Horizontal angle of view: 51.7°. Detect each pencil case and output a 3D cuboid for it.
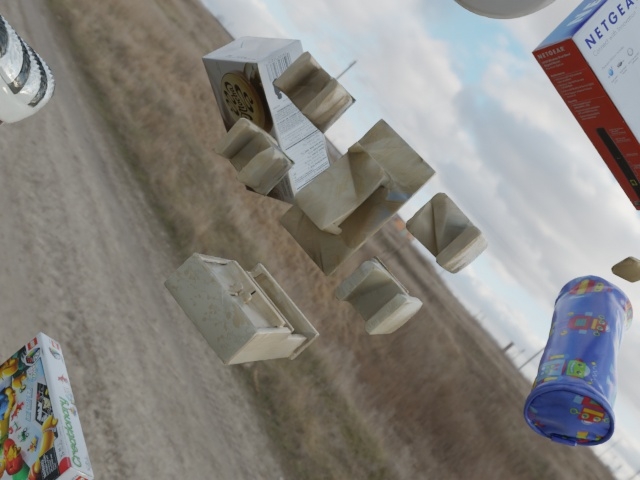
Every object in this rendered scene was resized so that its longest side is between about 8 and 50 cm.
[{"bbox_3d":[0.395,0.177,0.998,0.306,0.119,0.133,-46,137,-50],"label":"pencil case"}]

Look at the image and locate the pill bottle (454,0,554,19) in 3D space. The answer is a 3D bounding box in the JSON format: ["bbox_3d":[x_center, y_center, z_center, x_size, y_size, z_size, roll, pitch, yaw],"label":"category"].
[{"bbox_3d":[0.264,-0.459,0.900,0.188,0.188,0.334,46,41,-25],"label":"pill bottle"}]

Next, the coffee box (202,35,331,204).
[{"bbox_3d":[-0.096,-0.234,1.296,0.168,0.119,0.297,20,-43,42],"label":"coffee box"}]

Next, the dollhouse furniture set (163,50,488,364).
[{"bbox_3d":[0.000,0.000,1.025,0.362,0.394,0.256,49,9,17],"label":"dollhouse furniture set"}]

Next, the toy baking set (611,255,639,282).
[{"bbox_3d":[0.461,0.016,0.731,0.197,0.256,0.030,49,30,-44],"label":"toy baking set"}]

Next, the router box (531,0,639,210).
[{"bbox_3d":[0.511,-0.262,0.963,0.301,0.335,0.082,49,-15,-16],"label":"router box"}]

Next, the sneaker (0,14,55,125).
[{"bbox_3d":[-0.289,-0.112,0.346,0.281,0.162,0.106,38,-8,18],"label":"sneaker"}]

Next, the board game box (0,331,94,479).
[{"bbox_3d":[-0.467,0.305,1.020,0.053,0.193,0.305,51,-2,-43],"label":"board game box"}]
